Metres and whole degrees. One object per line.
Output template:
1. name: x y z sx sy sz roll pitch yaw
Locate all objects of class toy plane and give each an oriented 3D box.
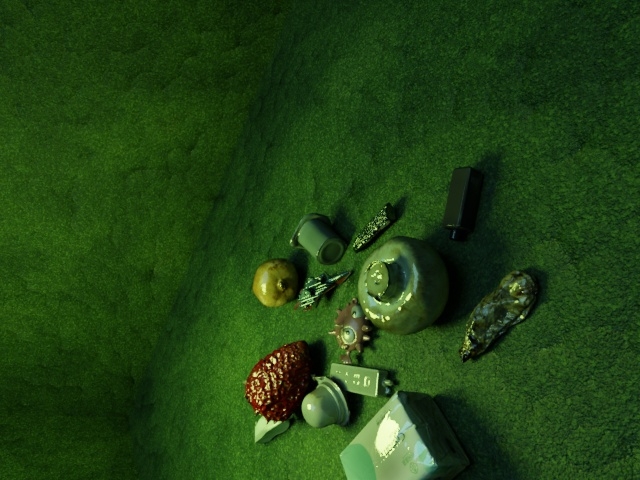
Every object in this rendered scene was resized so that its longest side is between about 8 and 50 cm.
1. toy plane: 0.005 0.200 2.105 0.326 0.104 0.223 -40 18 34

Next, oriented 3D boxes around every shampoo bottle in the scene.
1. shampoo bottle: 0.475 -0.120 1.598 0.079 0.080 0.246 3 79 57

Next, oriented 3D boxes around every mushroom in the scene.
1. mushroom: 0.271 0.150 1.613 0.352 0.260 0.352 -18 68 52

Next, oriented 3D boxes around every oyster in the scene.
1. oyster: 0.514 0.232 1.411 0.345 0.079 0.128 -57 46 19

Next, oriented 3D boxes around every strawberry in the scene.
1. strawberry: -0.152 0.605 2.044 0.343 0.292 0.292 -43 43 19

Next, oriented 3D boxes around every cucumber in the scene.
1. cucumber: 0.214 -0.045 1.941 0.265 0.077 0.077 -46 43 35

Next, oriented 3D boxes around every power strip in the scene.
1. power strip: 0.148 0.528 1.805 0.338 0.058 0.098 -11 68 52

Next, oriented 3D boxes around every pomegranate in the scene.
1. pomegranate: -0.216 0.204 2.311 0.248 0.248 0.248 -27 55 47

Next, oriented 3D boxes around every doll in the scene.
1. doll: 0.122 0.356 1.882 0.211 0.093 0.262 6 78 49

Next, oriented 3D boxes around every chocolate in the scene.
1. chocolate: 0.002 0.637 1.835 0.221 0.147 0.221 14 108 55

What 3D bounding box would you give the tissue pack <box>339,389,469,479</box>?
1. tissue pack: 0.245 0.684 1.482 0.356 0.194 0.266 -57 36 23

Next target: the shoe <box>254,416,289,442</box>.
1. shoe: -0.233 0.840 2.183 0.265 0.095 0.110 -49 41 35

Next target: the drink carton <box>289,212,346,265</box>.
1. drink carton: 0.000 0.000 2.132 0.191 0.185 0.189 -61 39 15
